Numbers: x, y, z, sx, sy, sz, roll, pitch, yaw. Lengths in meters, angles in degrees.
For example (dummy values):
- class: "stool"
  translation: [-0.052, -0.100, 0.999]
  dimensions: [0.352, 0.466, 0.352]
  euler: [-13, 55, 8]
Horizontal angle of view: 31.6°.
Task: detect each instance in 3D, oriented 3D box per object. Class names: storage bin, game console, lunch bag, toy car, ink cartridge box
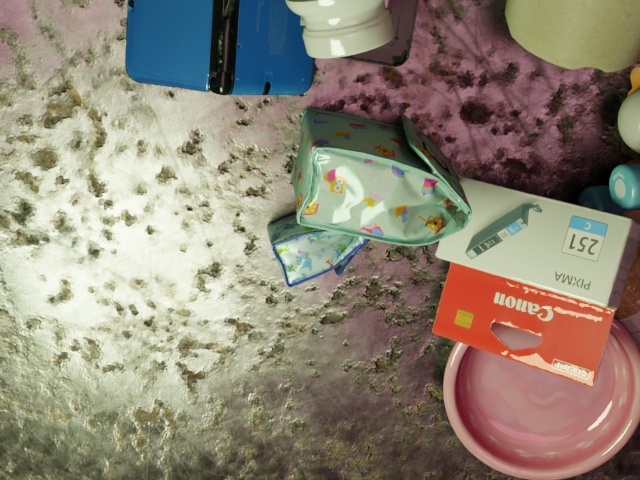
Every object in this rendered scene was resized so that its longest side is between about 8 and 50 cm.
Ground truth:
- class: "storage bin"
  translation: [0.083, -0.365, 1.730]
  dimensions: [0.122, 0.084, 0.180]
  euler: [8, 103, -7]
- class: "game console"
  translation: [-0.146, -0.379, 1.739]
  dimensions: [0.250, 0.173, 0.293]
  euler: [-5, 108, -35]
- class: "lunch bag"
  translation: [0.000, 0.000, 1.794]
  dimensions: [0.151, 0.129, 0.096]
  euler: [-23, 110, 0]
- class: "toy car"
  translation: [0.527, -0.155, 1.795]
  dimensions: [0.219, 0.210, 0.237]
  euler: [-6, 76, -15]
- class: "lunch bag"
  translation: [0.096, -0.098, 1.727]
  dimensions: [0.262, 0.223, 0.160]
  euler: [9, 111, -7]
- class: "ink cartridge box"
  translation: [0.319, 0.060, 1.757]
  dimensions: [0.296, 0.066, 0.261]
  euler: [17, 91, 33]

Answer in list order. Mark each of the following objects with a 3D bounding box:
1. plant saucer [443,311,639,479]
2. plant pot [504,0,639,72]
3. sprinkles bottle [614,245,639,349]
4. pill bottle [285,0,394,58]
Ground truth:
- class: "plant saucer"
  translation: [0.371, 0.236, 1.888]
  dimensions: [0.332, 0.084, 0.332]
  euler: [1, 107, 5]
- class: "plant pot"
  translation: [0.407, -0.422, 1.613]
  dimensions: [0.334, 0.333, 0.305]
  euler: [4, 134, -5]
- class: "sprinkles bottle"
  translation: [0.577, 0.152, 1.882]
  dimensions: [0.121, 0.121, 0.355]
  euler: [-42, 103, 7]
- class: "pill bottle"
  translation: [0.015, -0.408, 1.583]
  dimensions: [0.162, 0.162, 0.278]
  euler: [-14, 113, -1]
